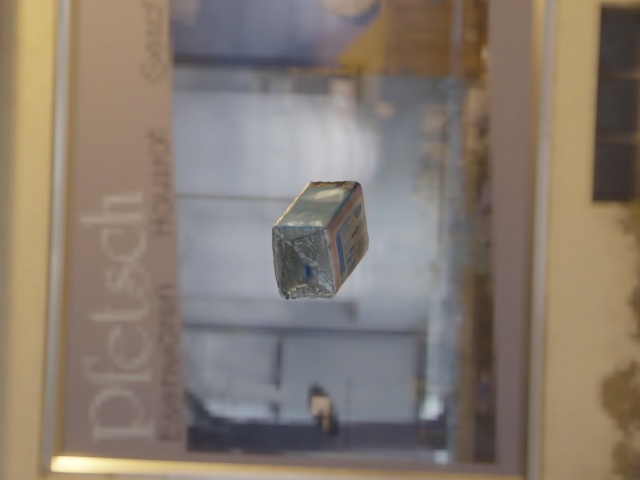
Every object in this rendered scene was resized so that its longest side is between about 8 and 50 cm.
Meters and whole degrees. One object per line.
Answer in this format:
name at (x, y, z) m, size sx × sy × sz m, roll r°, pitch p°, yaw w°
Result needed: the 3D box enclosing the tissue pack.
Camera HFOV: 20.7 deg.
tissue pack at (0.000, 0.000, 1.456) m, size 0.094 × 0.058 × 0.074 m, roll -51°, pitch -40°, yaw -58°
